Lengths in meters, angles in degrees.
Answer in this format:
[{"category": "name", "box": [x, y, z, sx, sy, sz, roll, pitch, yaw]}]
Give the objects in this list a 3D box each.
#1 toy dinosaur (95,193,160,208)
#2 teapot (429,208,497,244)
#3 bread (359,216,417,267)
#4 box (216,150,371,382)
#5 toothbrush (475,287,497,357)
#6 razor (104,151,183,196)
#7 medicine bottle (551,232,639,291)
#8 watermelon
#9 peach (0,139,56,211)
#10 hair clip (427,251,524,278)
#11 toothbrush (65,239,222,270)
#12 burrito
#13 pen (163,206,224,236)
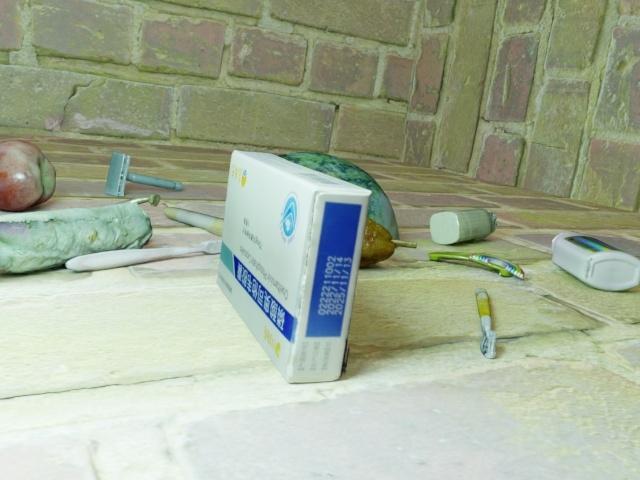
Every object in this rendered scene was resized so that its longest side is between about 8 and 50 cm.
[{"category": "toy dinosaur", "box": [-0.392, -0.046, 1.145, 0.200, 0.072, 0.251, -2, 20, 9]}, {"category": "teapot", "box": [0.330, -0.033, 1.473, 0.107, 0.077, 0.200, -9, -2, 42]}, {"category": "bread", "box": [0.001, -0.002, 1.109, 0.344, 0.084, 0.124, 7, 41, -2]}, {"category": "box", "box": [-0.051, 0.008, 0.755, 0.065, 0.200, 0.343, 4, 11, -23]}, {"category": "toothbrush", "box": [0.231, 0.103, 0.875, 0.021, 0.024, 0.288, 7, 12, 11]}, {"category": "razor", "box": [-0.450, -0.159, 1.633, 0.068, 0.106, 0.232, 15, 5, 34]}, {"category": "medicine bottle", "box": [0.529, 0.035, 1.232, 0.115, 0.078, 0.219, 4, 12, -3]}, {"category": "watermelon", "box": [0.044, -0.065, 1.286, 0.260, 0.256, 0.176, -2, -32, -4]}, {"category": "peach", "box": [-0.617, -0.119, 1.248, 0.152, 0.152, 0.152, 6, 12, -1]}, {"category": "hair clip", "box": [0.301, 0.039, 1.201, 0.188, 0.033, 0.060, 12, 12, 23]}, {"category": "toothbrush", "box": [-0.265, 0.021, 0.994, 0.030, 0.025, 0.307, 5, 8, 37]}, {"category": "burrito", "box": [-0.365, -0.003, 0.903, 0.066, 0.096, 0.309, 32, 19, 22]}, {"category": "pen", "box": [-0.246, -0.038, 1.276, 0.233, 0.032, 0.040, 13, 37, 35]}]
